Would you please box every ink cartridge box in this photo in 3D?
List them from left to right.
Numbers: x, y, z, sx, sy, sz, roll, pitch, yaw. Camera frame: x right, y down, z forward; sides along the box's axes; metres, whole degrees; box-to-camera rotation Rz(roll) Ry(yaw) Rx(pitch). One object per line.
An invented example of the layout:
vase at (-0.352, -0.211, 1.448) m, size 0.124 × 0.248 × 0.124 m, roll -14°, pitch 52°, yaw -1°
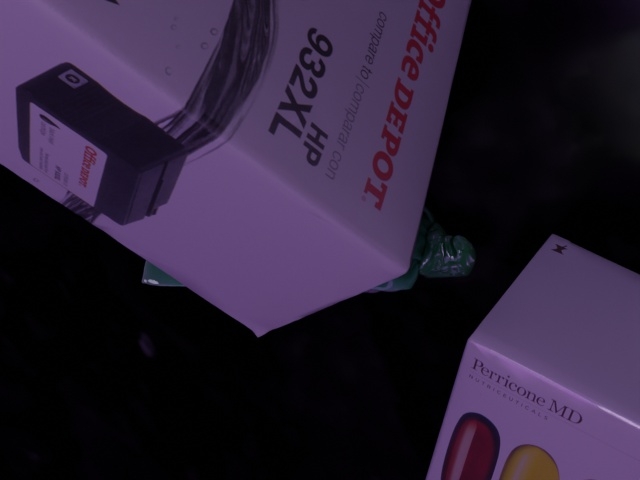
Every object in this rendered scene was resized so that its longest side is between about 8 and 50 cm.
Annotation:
ink cartridge box at (-0.078, -0.129, 0.504) m, size 0.307 × 0.223 × 0.129 m, roll 37°, pitch 141°, yaw -26°

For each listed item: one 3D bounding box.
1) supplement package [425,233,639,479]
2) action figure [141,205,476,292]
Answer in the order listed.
supplement package at (0.159, 0.144, 0.645) m, size 0.139 × 0.134 × 0.244 m, roll 26°, pitch 132°, yaw 22°
action figure at (0.000, 0.000, 0.703) m, size 0.232 × 0.137 × 0.063 m, roll 7°, pitch 146°, yaw 25°
